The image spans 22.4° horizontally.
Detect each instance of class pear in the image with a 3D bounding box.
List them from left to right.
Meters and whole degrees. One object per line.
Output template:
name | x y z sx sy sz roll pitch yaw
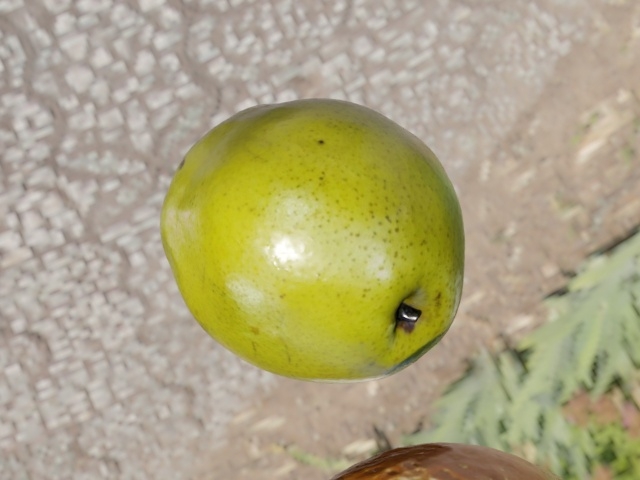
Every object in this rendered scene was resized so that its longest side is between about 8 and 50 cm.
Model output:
pear | 0.000 0.000 1.515 0.294 0.294 0.294 -22 153 -12

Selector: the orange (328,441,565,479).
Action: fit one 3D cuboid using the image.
orange | 0.114 0.361 1.200 0.326 0.424 0.424 -43 150 21
